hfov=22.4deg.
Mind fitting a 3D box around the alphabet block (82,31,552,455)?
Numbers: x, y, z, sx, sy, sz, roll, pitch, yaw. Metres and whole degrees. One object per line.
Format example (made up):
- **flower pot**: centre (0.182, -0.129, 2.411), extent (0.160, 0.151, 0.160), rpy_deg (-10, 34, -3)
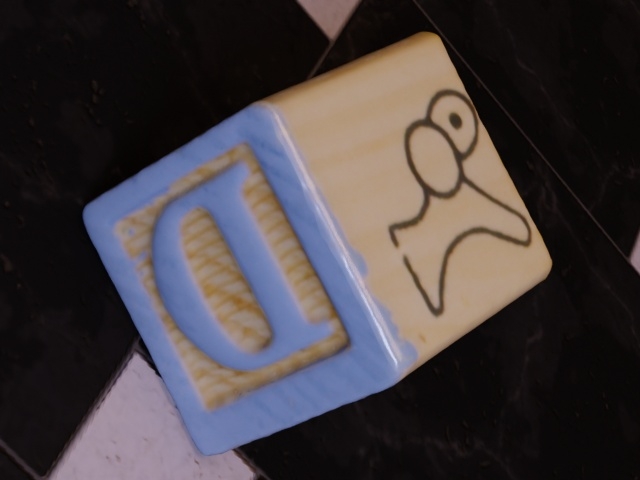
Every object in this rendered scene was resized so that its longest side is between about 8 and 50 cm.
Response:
- **alphabet block**: centre (0.000, 0.000, 1.060), extent (0.197, 0.193, 0.192), rpy_deg (-28, 93, -49)
